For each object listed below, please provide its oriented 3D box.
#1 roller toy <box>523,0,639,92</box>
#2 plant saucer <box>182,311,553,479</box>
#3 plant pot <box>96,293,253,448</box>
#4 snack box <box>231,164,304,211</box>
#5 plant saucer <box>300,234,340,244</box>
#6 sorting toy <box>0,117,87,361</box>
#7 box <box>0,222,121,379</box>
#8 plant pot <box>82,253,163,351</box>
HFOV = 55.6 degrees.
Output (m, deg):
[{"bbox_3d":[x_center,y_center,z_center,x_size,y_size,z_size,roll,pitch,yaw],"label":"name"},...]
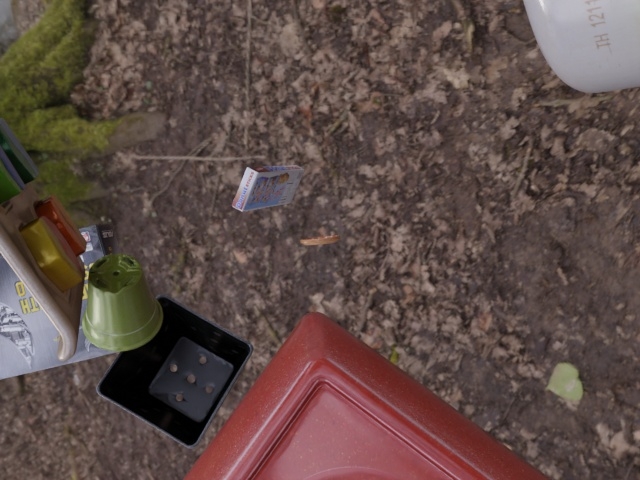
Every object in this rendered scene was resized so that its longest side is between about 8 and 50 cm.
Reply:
[{"bbox_3d":[0.199,-0.191,0.361,0.146,0.209,0.191,-2,103,39],"label":"roller toy"},{"bbox_3d":[0.020,0.217,0.390,0.258,0.259,0.048,35,170,10],"label":"plant saucer"},{"bbox_3d":[-0.235,0.232,1.057,0.188,0.187,0.167,28,163,8],"label":"plant pot"},{"bbox_3d":[-0.077,-0.084,0.949,0.022,0.178,0.064,30,107,15],"label":"snack box"},{"bbox_3d":[0.000,0.000,1.267,0.083,0.083,0.013,-4,93,40],"label":"plant saucer"},{"bbox_3d":[-0.234,-0.028,0.480,0.208,0.038,0.193,68,167,-20],"label":"sorting toy"},{"bbox_3d":[-0.393,0.090,0.880,0.231,0.056,0.183,-13,93,8],"label":"box"},{"bbox_3d":[-0.207,0.057,0.624,0.083,0.083,0.079,35,141,23],"label":"plant pot"}]
